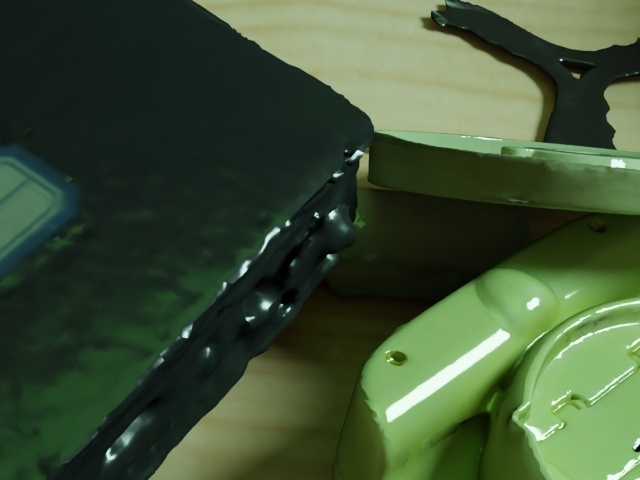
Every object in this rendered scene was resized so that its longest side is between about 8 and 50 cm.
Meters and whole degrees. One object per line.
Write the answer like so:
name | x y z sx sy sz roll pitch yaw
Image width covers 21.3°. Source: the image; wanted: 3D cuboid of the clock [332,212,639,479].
clock | 0.178 0.125 0.784 0.308 0.096 0.235 37 45 26

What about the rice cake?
rice cake | 0.000 0.000 0.921 0.256 0.052 0.057 5 44 -8

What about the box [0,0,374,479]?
box | -0.194 -0.010 0.816 0.350 0.091 0.359 29 55 21

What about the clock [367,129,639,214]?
clock | 0.141 -0.037 0.917 0.235 0.029 0.235 4 6 0

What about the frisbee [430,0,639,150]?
frisbee | 0.159 -0.119 1.133 0.187 0.012 0.211 31 44 23
